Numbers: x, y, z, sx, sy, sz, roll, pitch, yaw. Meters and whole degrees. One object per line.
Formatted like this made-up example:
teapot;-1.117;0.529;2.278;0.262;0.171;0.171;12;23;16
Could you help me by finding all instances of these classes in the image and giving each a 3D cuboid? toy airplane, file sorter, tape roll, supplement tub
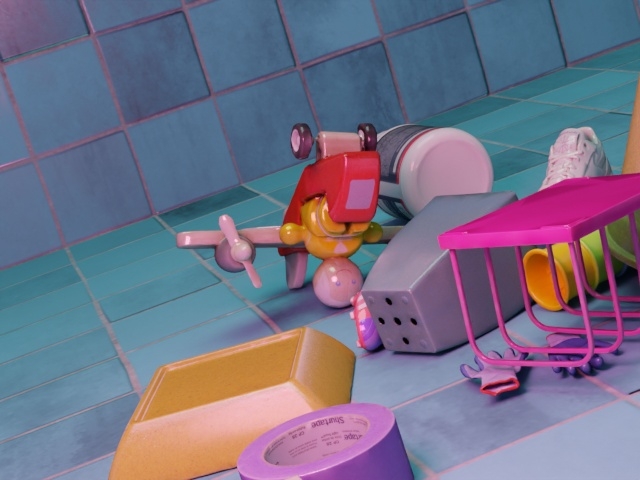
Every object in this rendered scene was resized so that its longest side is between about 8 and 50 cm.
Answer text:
toy airplane;0.000;0.000;2.383;0.386;0.272;0.384;-22;-27;20
file sorter;0.332;0.035;1.776;0.202;0.182;0.291;-3;14;45
tape roll;0.006;0.261;1.580;0.189;0.080;0.189;-18;13;4
supplement tub;0.198;-0.128;2.691;0.191;0.191;0.272;-22;14;-16

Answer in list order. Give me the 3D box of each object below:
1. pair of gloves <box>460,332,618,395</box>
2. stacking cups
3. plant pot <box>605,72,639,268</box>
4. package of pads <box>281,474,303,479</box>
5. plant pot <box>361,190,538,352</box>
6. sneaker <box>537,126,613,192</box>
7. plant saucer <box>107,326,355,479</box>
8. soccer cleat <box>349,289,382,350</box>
pair of gloves;0.279;0.155;1.779;0.198;0.023;0.159;-13;12;4
stacking cups;0.440;-0.001;2.049;0.316;0.096;0.096;-26;15;-30
plant pot;0.527;-0.119;1.908;0.276;0.254;0.276;-3;28;2
package of pads;-0.072;0.339;1.311;0.229;0.101;0.296;-21;13;-16
plant pot;0.185;0.058;2.025;0.166;0.165;0.234;-3;27;48
sneaker;0.413;-0.102;2.388;0.114;0.152;0.305;-7;18;32
plant saucer;-0.126;0.219;1.932;0.333;0.081;0.333;-16;14;7
soccer cleat;0.109;0.099;2.126;0.095;0.083;0.248;-9;12;16
